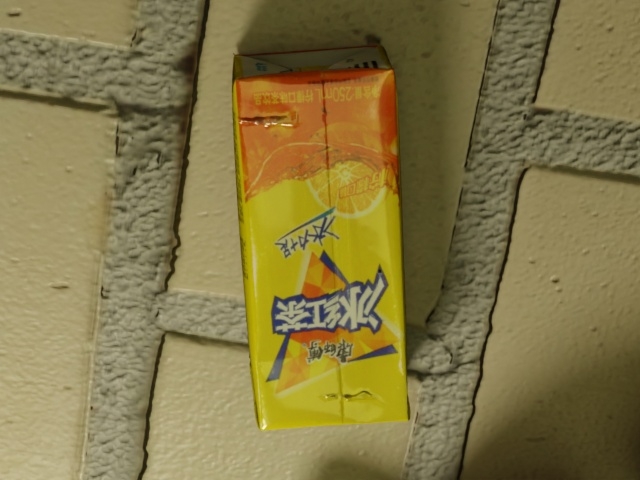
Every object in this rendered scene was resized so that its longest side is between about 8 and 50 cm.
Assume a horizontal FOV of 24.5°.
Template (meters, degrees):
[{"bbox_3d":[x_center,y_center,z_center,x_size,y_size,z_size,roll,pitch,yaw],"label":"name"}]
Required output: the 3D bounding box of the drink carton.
[{"bbox_3d":[0.000,0.000,1.408,0.154,0.111,0.351,-4,110,-1],"label":"drink carton"}]
